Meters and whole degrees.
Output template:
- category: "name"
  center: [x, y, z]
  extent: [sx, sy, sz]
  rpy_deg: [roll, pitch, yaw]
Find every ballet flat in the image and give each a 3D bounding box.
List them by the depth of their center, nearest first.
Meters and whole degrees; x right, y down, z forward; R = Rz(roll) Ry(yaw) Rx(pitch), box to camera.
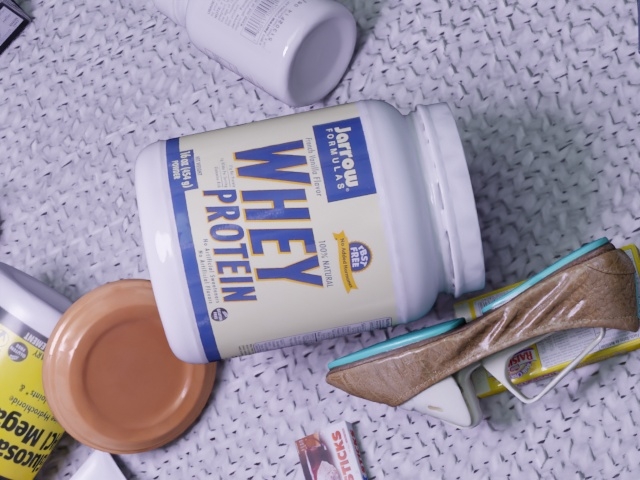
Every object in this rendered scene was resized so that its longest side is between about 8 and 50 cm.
- category: "ballet flat"
  center: [0.172, 0.117, 1.728]
  extent: [0.342, 0.116, 0.124]
  rpy_deg: [-25, 85, 13]

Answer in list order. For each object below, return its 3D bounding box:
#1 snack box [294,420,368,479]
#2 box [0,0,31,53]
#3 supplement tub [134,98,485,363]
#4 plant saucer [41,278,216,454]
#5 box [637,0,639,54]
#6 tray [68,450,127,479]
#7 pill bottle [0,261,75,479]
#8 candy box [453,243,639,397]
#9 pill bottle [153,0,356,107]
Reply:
- category: "snack box"
  center: [0.026, 0.286, 1.810]
  extent: [0.064, 0.022, 0.178]
  rpy_deg: [-24, 66, 16]
- category: "box"
  center: [-0.557, -0.259, 2.217]
  extent: [0.307, 0.076, 0.242]
  rpy_deg: [-46, 61, 6]
- category: "supplement tub"
  center: [-0.011, -0.014, 1.735]
  extent: [0.324, 0.235, 0.235]
  rpy_deg: [-12, 69, 0]
- category: "plant saucer"
  center: [-0.206, 0.143, 1.873]
  extent: [0.200, 0.200, 0.037]
  rpy_deg: [-60, 25, -2]
- category: "box"
  center: [0.412, -0.211, 1.702]
  extent: [0.156, 0.158, 0.093]
  rpy_deg: [-4, 73, 25]
- category: "tray"
  center: [-0.236, 0.344, 1.855]
  extent: [0.145, 0.030, 0.270]
  rpy_deg: [-49, 34, 1]
- category: "pill bottle"
  center: [-0.395, 0.206, 1.939]
  extent: [0.188, 0.188, 0.334]
  rpy_deg: [33, 91, 29]
- category: "candy box"
  center: [0.246, 0.085, 1.765]
  extent: [0.206, 0.027, 0.105]
  rpy_deg: [-20, 70, 19]
- category: "pill bottle"
  center: [-0.081, -0.259, 1.963]
  extent: [0.229, 0.131, 0.131]
  rpy_deg: [34, 90, 29]
